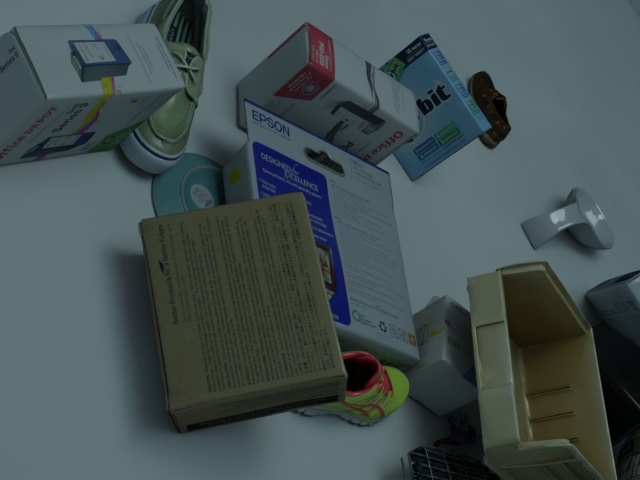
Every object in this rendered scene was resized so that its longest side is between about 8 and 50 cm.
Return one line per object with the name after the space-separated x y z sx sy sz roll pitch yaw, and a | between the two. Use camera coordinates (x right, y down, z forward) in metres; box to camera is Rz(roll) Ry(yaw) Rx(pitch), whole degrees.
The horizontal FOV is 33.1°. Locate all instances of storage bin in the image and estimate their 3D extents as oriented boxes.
0.300 0.199 1.475 0.260 0.123 0.262 45 37 -51 | storage bin

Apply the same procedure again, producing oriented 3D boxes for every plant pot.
0.426 0.239 1.685 0.187 0.188 0.167 -10 58 -52 | plant pot

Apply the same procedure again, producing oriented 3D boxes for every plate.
-0.132 -0.036 1.378 0.188 0.024 0.188 30 43 -32 | plate

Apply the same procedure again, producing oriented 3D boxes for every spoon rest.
0.488 -0.036 2.050 0.276 0.084 0.137 -10 70 -51 | spoon rest

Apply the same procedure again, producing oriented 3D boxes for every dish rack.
0.175 0.396 1.349 0.208 0.074 0.271 24 44 -39 | dish rack

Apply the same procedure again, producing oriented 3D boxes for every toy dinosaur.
0.194 0.272 1.510 0.047 0.090 0.082 55 -3 37 | toy dinosaur

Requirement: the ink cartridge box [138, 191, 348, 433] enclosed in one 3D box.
-0.088 0.078 1.198 0.193 0.088 0.234 -10 63 -6 | ink cartridge box

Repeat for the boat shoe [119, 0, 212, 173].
-0.199 -0.219 1.386 0.109 0.094 0.302 27 43 -32 | boat shoe

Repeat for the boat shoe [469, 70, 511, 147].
0.331 -0.259 2.067 0.064 0.060 0.178 26 44 -35 | boat shoe

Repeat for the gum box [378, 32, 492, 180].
0.163 -0.215 1.752 0.184 0.157 0.041 56 35 1 | gum box

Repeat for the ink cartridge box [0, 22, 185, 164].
-0.282 -0.162 1.192 0.212 0.154 0.093 -14 75 -54 | ink cartridge box

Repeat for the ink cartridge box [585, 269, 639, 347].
0.595 0.206 1.843 0.330 0.071 0.324 58 -1 6 | ink cartridge box

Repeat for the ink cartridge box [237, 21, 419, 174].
0.012 -0.190 1.553 0.218 0.158 0.092 26 43 -34 | ink cartridge box

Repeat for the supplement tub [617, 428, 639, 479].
0.545 0.390 1.716 0.144 0.144 0.199 45 36 -13 | supplement tub

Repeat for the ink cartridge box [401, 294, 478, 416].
0.174 0.156 1.521 0.092 0.090 0.143 39 37 -22 | ink cartridge box

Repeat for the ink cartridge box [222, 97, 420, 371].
0.000 0.000 1.443 0.304 0.072 0.307 23 46 -42 | ink cartridge box

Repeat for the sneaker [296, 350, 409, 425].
0.055 0.180 1.359 0.208 0.094 0.081 7 55 -48 | sneaker
